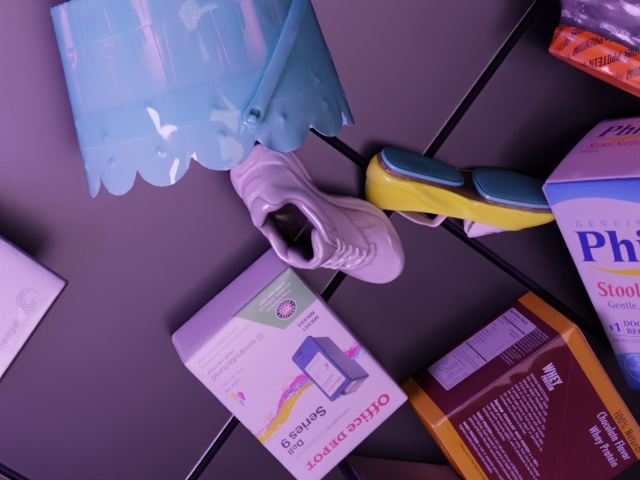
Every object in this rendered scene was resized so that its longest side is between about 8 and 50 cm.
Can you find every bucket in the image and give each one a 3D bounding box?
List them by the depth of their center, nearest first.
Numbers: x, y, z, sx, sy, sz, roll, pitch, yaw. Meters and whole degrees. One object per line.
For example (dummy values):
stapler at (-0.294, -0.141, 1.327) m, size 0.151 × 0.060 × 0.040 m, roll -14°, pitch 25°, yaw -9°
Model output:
bucket at (-0.116, -0.165, 1.362) m, size 0.281 × 0.281 × 0.183 m, roll -16°, pitch 100°, yaw -10°

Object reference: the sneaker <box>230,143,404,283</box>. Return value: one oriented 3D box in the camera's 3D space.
sneaker at (0.000, 0.000, 1.497) m, size 0.232 × 0.115 × 0.090 m, roll 30°, pitch 121°, yaw -31°

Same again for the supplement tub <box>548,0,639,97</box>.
supplement tub at (0.381, -0.316, 1.480) m, size 0.207 × 0.207 × 0.338 m, roll 23°, pitch 98°, yaw -19°

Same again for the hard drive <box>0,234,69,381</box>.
hard drive at (-0.432, 0.038, 1.397) m, size 0.307 × 0.040 × 0.203 m, roll 34°, pitch 87°, yaw -3°

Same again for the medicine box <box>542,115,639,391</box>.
medicine box at (0.423, 0.014, 1.526) m, size 0.149 × 0.263 × 0.289 m, roll -45°, pitch 118°, yaw -34°

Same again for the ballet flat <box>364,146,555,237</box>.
ballet flat at (0.155, -0.044, 1.574) m, size 0.231 × 0.077 × 0.077 m, roll 12°, pitch 122°, yaw -15°

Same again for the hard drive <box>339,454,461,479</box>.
hard drive at (0.097, 0.277, 1.625) m, size 0.135 × 0.094 × 0.022 m, roll 8°, pitch 103°, yaw -17°

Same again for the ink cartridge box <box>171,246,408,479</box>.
ink cartridge box at (-0.033, 0.140, 1.557) m, size 0.154 × 0.093 × 0.212 m, roll -41°, pitch 112°, yaw -2°

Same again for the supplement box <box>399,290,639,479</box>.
supplement box at (0.231, 0.201, 1.621) m, size 0.194 × 0.129 × 0.191 m, roll -35°, pitch 110°, yaw -3°
